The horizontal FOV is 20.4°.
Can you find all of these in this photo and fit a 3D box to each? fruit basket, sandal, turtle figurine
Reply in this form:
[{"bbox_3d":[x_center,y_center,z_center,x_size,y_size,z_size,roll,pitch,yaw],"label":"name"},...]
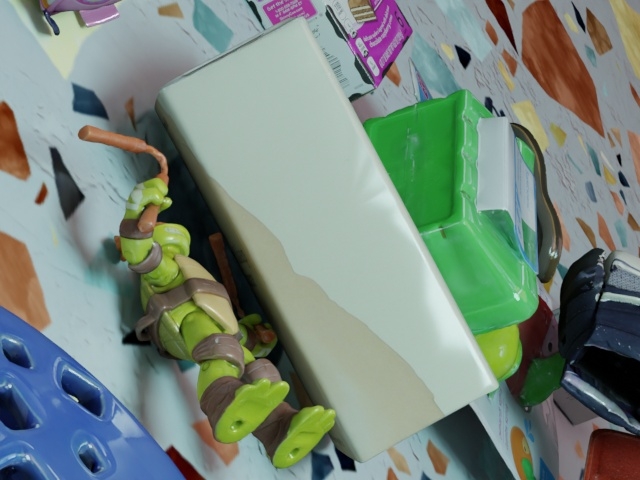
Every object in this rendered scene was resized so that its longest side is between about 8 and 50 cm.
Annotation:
[{"bbox_3d":[0.162,0.047,1.637,0.353,0.165,0.327,52,28,-32],"label":"fruit basket"},{"bbox_3d":[0.207,-0.044,1.910,0.060,0.090,0.219,1,50,-12],"label":"sandal"},{"bbox_3d":[-0.088,0.049,1.231,0.217,0.087,0.269,55,-2,37],"label":"turtle figurine"}]

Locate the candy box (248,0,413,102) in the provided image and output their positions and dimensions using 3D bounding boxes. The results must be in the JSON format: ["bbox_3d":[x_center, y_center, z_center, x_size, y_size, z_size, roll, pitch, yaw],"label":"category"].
[{"bbox_3d":[-0.013,-0.254,1.675,0.233,0.071,0.159,57,27,-15],"label":"candy box"}]

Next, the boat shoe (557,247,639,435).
[{"bbox_3d":[0.356,0.145,1.563,0.341,0.127,0.158,26,31,1],"label":"boat shoe"}]

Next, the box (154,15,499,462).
[{"bbox_3d":[0.000,0.000,1.345,0.311,0.121,0.148,62,-7,-1],"label":"box"}]

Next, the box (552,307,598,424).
[{"bbox_3d":[0.292,0.121,1.881,0.087,0.101,0.102,50,29,-28],"label":"box"}]

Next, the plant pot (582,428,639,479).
[{"bbox_3d":[0.325,0.356,1.524,0.267,0.267,0.235,-64,166,-58],"label":"plant pot"}]

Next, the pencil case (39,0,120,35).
[{"bbox_3d":[-0.206,-0.301,1.309,0.284,0.124,0.124,65,26,-2],"label":"pencil case"}]

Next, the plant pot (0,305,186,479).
[{"bbox_3d":[-0.229,0.123,0.763,0.212,0.236,0.236,56,26,-2],"label":"plant pot"}]
